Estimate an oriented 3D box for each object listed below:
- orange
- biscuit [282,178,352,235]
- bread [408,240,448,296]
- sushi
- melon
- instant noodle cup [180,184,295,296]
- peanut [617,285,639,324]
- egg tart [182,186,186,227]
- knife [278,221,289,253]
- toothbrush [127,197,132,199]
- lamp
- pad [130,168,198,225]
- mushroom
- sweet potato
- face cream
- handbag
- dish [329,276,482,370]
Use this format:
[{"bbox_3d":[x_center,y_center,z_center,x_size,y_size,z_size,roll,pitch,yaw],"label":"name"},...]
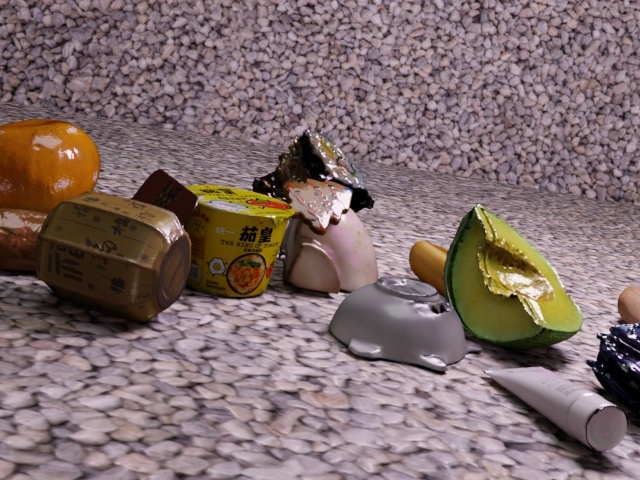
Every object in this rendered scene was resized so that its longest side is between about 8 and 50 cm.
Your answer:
[{"bbox_3d":[-0.523,-0.132,1.674,0.240,0.171,0.240,-3,18,1],"label":"orange"},{"bbox_3d":[0.001,-0.066,1.502,0.129,0.019,0.119,-22,62,-33],"label":"biscuit"},{"bbox_3d":[0.234,0.067,1.608,0.092,0.074,0.239,22,8,-24],"label":"bread"},{"bbox_3d":[-0.025,-0.116,2.010,0.225,0.218,0.238,59,9,29],"label":"sushi"},{"bbox_3d":[0.301,0.092,1.427,0.169,0.129,0.265,21,33,-35],"label":"melon"},{"bbox_3d":[-0.141,0.004,1.429,0.182,0.144,0.182,11,12,-2],"label":"instant noodle cup"},{"bbox_3d":[0.580,0.128,1.618,0.076,0.076,0.152,9,17,-6],"label":"peanut"},{"bbox_3d":[-0.228,-0.050,1.730,0.234,0.094,0.234,7,12,-2],"label":"egg tart"},{"bbox_3d":[-0.086,-0.007,1.702,0.040,0.073,0.265,9,7,37],"label":"knife"},{"bbox_3d":[-0.389,-0.077,1.870,0.030,0.030,0.297,7,8,38],"label":"toothbrush"},{"bbox_3d":[-0.276,0.020,1.216,0.185,0.161,0.161,13,12,12],"label":"lamp"},{"bbox_3d":[-0.276,-0.022,1.409,0.004,0.181,0.267,39,-4,-29],"label":"pad"},{"bbox_3d":[0.027,-0.006,1.570,0.173,0.162,0.236,7,14,-7],"label":"mushroom"},{"bbox_3d":[-0.465,0.002,1.327,0.251,0.097,0.097,1,14,-18],"label":"sweet potato"},{"bbox_3d":[0.294,0.195,1.131,0.092,0.058,0.243,2,8,-15],"label":"face cream"},{"bbox_3d":[0.465,0.186,1.170,0.161,0.113,0.260,-1,23,-19],"label":"handbag"},{"bbox_3d":[0.131,0.107,1.315,0.227,0.086,0.236,11,13,5],"label":"dish"}]
